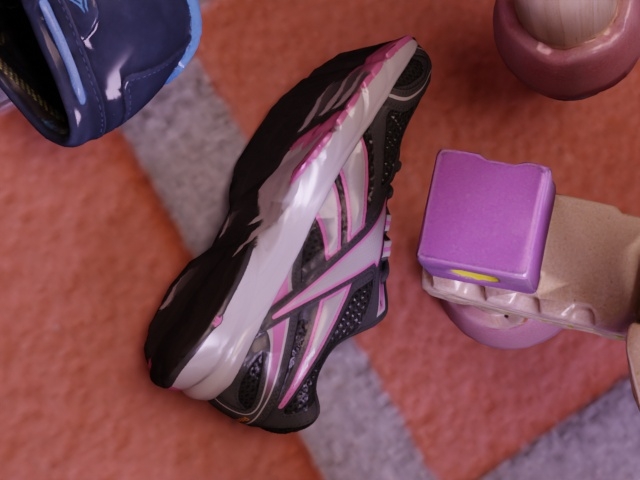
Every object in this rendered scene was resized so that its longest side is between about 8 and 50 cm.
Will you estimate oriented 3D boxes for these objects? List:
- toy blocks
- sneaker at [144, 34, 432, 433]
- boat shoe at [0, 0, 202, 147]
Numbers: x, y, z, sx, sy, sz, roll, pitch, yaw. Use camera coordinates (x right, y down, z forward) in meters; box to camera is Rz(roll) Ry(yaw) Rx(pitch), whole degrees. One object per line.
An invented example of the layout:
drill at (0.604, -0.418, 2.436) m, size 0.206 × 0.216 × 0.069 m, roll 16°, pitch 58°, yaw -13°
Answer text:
toy blocks at (0.170, 0.052, 0.712) m, size 0.289 × 0.260 × 0.309 m, roll 16°, pitch 84°, yaw 12°
sneaker at (0.000, 0.000, 0.724) m, size 0.077 × 0.072 × 0.178 m, roll 38°, pitch 75°, yaw -25°
boat shoe at (-0.152, -0.144, 0.653) m, size 0.258 × 0.109 × 0.089 m, roll 42°, pitch 55°, yaw -9°
